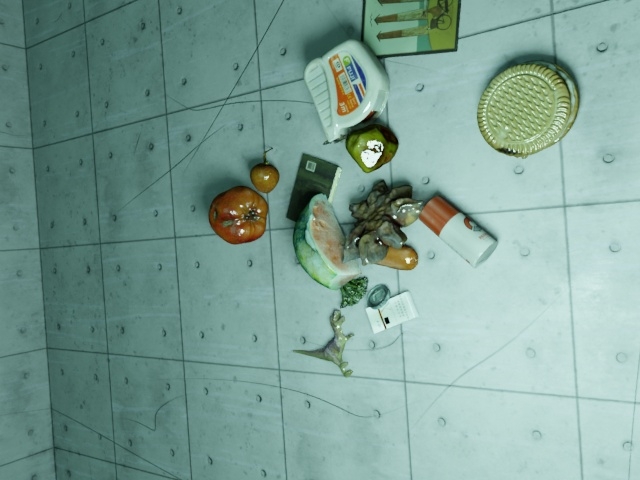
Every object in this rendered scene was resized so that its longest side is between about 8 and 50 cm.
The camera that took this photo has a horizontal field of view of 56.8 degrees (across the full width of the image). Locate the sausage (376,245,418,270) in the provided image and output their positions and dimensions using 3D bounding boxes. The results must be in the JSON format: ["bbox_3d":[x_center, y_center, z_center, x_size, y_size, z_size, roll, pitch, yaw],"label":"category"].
[{"bbox_3d":[0.208,0.043,1.801,0.197,0.076,0.076,13,100,33],"label":"sausage"}]

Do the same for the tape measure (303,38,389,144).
[{"bbox_3d":[0.082,-0.463,1.832,0.265,0.130,0.258,-24,83,29],"label":"tape measure"}]

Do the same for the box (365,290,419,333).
[{"bbox_3d":[0.220,0.222,1.822,0.154,0.040,0.084,-28,77,32],"label":"box"}]

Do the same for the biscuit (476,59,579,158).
[{"bbox_3d":[0.538,-0.343,1.547,0.259,0.079,0.259,2,94,34],"label":"biscuit"}]

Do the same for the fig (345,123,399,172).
[{"bbox_3d":[0.145,-0.279,1.788,0.165,0.144,0.154,15,80,45],"label":"fig"}]

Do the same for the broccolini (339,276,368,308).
[{"bbox_3d":[0.083,0.079,1.907,0.123,0.062,0.272,-19,79,25],"label":"broccolini"}]

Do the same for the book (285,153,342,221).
[{"bbox_3d":[-0.027,-0.158,1.983,0.160,0.024,0.229,25,106,32],"label":"book"}]

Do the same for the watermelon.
[{"bbox_3d":[0.000,0.000,1.869,0.224,0.180,0.305,108,143,-66],"label":"watermelon"}]

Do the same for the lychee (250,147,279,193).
[{"bbox_3d":[-0.196,-0.234,2.051,0.101,0.114,0.140,-19,101,10],"label":"lychee"}]

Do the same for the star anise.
[{"bbox_3d":[0.166,-0.053,1.754,0.315,0.108,0.316,-26,45,28],"label":"star anise"}]

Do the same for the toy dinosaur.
[{"bbox_3d":[0.030,0.365,1.960,0.200,0.072,0.251,56,132,31],"label":"toy dinosaur"}]

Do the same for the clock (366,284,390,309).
[{"bbox_3d":[0.180,0.175,1.832,0.085,0.017,0.085,-34,32,24],"label":"clock"}]

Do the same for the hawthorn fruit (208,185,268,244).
[{"bbox_3d":[-0.311,-0.092,2.092,0.243,0.207,0.208,10,99,47],"label":"hawthorn fruit"}]

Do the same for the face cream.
[{"bbox_3d":[0.383,-0.027,1.661,0.214,0.095,0.096,44,115,25],"label":"face cream"}]

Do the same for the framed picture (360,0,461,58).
[{"bbox_3d":[0.263,-0.673,1.762,0.323,0.013,0.244,6,96,34],"label":"framed picture"}]
